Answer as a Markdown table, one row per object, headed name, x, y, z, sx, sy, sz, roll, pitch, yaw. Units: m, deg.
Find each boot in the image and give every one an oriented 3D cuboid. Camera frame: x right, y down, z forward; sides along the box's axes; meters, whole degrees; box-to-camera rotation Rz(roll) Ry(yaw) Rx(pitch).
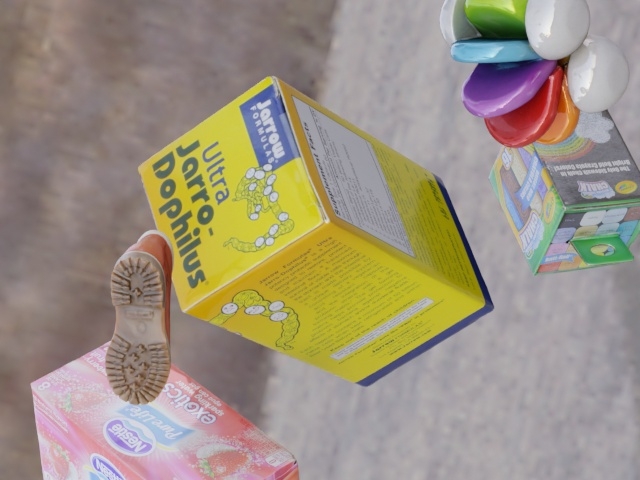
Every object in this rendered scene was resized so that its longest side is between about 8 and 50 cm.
| name | x | y | z | sx | sy | sz | roll | pitch | yaw |
| --- | --- | --- | --- | --- | --- | --- | --- | --- | --- |
| boot | -0.155 | 0.069 | 1.754 | 0.085 | 0.059 | 0.158 | -75 | -8 | -63 |

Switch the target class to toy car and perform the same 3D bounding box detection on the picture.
| name | x | y | z | sx | sy | sz | roll | pitch | yaw |
| --- | --- | --- | --- | --- | --- | --- | --- | --- | --- |
| toy car | 0.190 | -0.163 | 1.871 | 0.159 | 0.182 | 0.136 | 8 | 60 | 46 |

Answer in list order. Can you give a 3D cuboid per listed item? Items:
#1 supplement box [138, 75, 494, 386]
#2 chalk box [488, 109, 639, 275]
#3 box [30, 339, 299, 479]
| name | x | y | z | sx | sy | sz | roll | pitch | yaw |
| --- | --- | --- | --- | --- | --- | --- | --- | --- | --- |
| supplement box | 0.000 | 0.000 | 2.146 | 0.195 | 0.356 | 0.194 | -33 | 58 | 21 |
| chalk box | 0.319 | -0.046 | 2.436 | 0.132 | 0.132 | 0.213 | 110 | 148 | -49 |
| box | -0.166 | 0.248 | 2.103 | 0.300 | 0.142 | 0.154 | 33 | 138 | 38 |
